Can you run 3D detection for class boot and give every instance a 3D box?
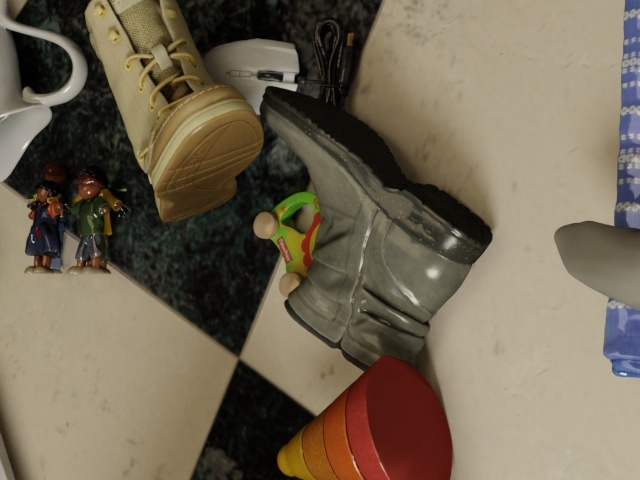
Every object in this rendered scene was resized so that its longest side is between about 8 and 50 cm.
[{"bbox_3d":[-0.129,-0.139,1.475,0.262,0.095,0.203,119,131,-77],"label":"boot"},{"bbox_3d":[0.009,-0.004,1.412,0.246,0.083,0.161,41,112,25],"label":"boot"}]

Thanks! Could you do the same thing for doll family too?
[{"bbox_3d":[-0.241,-0.023,1.673,0.193,0.076,0.111,-1,88,46],"label":"doll family"}]

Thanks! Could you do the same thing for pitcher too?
[{"bbox_3d":[-0.341,-0.187,1.769,0.178,0.125,0.207,-38,69,9],"label":"pitcher"}]

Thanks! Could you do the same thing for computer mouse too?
[{"bbox_3d":[-0.051,-0.141,1.533,0.193,0.042,0.106,3,87,43],"label":"computer mouse"}]

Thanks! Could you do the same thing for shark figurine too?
[{"bbox_3d":[0.273,-0.014,1.127,0.278,0.116,0.166,-39,61,30],"label":"shark figurine"}]

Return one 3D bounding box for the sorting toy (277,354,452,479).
[{"bbox_3d":[0.033,0.276,1.317,0.126,0.127,0.365,-18,67,30],"label":"sorting toy"}]

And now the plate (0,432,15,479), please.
[{"bbox_3d":[-0.383,0.299,1.776,0.277,0.045,0.278,-41,59,30],"label":"plate"}]

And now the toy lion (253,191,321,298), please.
[{"bbox_3d":[0.000,0.000,1.476,0.096,0.034,0.100,-37,62,25],"label":"toy lion"}]

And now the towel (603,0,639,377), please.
[{"bbox_3d":[0.305,-0.070,1.198,0.243,0.040,0.336,-1,83,42],"label":"towel"}]
